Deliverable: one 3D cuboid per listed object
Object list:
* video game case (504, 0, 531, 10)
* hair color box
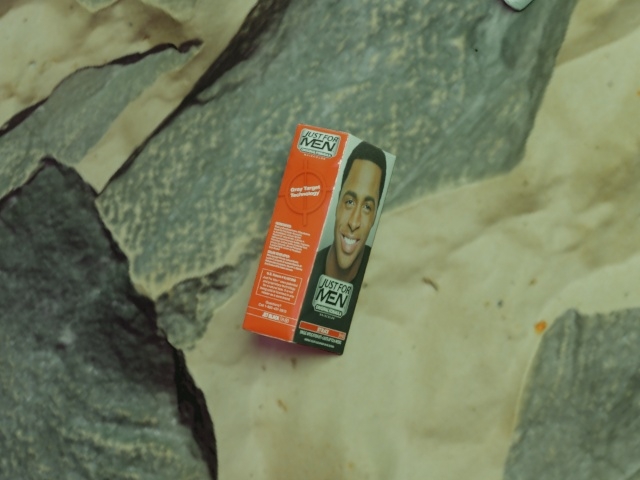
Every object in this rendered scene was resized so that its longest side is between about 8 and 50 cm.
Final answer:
[{"bbox_3d":[0.153,-0.300,1.218,0.227,0.026,0.206,-42,63,14],"label":"video game case"},{"bbox_3d":[0.000,0.000,1.215,0.043,0.072,0.141,13,87,31],"label":"hair color box"}]
